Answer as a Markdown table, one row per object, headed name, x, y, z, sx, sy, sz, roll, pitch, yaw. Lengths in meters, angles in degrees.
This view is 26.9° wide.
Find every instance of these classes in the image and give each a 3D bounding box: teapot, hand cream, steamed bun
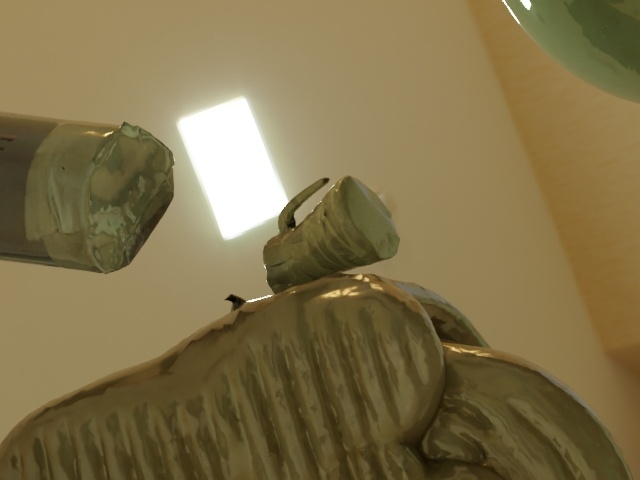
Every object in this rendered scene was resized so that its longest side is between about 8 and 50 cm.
| name | x | y | z | sx | sy | sz | roll | pitch | yaw |
| --- | --- | --- | --- | --- | --- | --- | --- | --- | --- |
| teapot | 0.000 | 0.000 | 0.821 | 0.057 | 0.083 | 0.067 | 3 | -122 | -54 |
| hand cream | -0.171 | -0.029 | 0.498 | 0.079 | 0.255 | 0.048 | -57 | -39 | -37 |
| steamed bun | 0.017 | 0.196 | 0.821 | 0.343 | 0.367 | 0.255 | 64 | -168 | 9 |

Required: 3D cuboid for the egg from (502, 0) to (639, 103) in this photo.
| name | x | y | z | sx | sy | sz | roll | pitch | yaw |
| --- | --- | --- | --- | --- | --- | --- | --- | --- | --- |
| egg | 0.217 | -0.265 | 0.833 | 0.276 | 0.276 | 0.389 | 32 | -131 | -47 |
